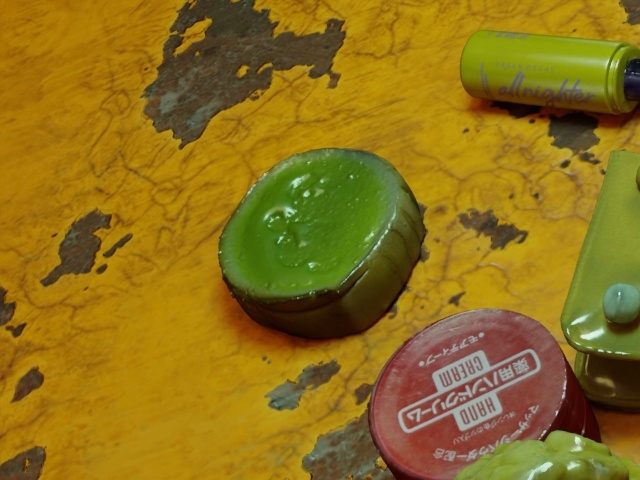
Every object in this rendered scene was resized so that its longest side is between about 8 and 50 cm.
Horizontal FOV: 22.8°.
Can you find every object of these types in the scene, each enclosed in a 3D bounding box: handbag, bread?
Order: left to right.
[{"bbox_3d":[0.000,0.000,1.707,0.236,0.070,0.236,-16,45,16],"label":"bread"},{"bbox_3d":[0.424,0.016,1.415,0.401,0.133,0.283,-1,47,30],"label":"handbag"}]

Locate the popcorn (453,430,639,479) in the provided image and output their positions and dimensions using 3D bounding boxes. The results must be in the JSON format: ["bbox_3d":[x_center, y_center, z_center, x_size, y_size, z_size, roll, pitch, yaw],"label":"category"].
[{"bbox_3d":[0.226,0.270,1.223,0.332,0.225,0.265,-15,62,-3],"label":"popcorn"}]

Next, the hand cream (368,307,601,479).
[{"bbox_3d":[0.149,0.169,1.427,0.193,0.125,0.193,-17,46,18],"label":"hand cream"}]

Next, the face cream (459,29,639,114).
[{"bbox_3d":[0.282,-0.177,1.696,0.273,0.078,0.078,11,58,37],"label":"face cream"}]
